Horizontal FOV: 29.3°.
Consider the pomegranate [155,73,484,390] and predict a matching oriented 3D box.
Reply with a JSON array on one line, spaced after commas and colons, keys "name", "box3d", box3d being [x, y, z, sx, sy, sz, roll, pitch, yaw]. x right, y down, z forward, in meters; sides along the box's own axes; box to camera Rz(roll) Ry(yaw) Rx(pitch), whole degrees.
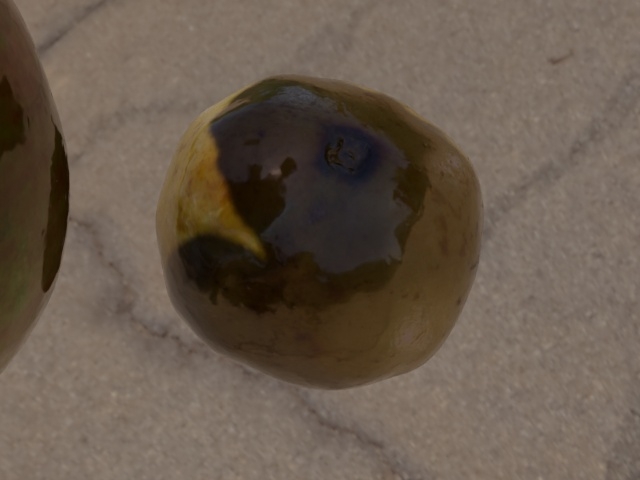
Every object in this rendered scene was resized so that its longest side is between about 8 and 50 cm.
[{"name": "pomegranate", "box3d": [-0.003, -0.012, 1.053, 0.307, 0.307, 0.307, -19, 46, 20]}]

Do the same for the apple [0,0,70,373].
[{"name": "apple", "box3d": [-0.300, -0.026, 0.596, 0.340, 0.339, 0.339, -19, 46, 20]}]
